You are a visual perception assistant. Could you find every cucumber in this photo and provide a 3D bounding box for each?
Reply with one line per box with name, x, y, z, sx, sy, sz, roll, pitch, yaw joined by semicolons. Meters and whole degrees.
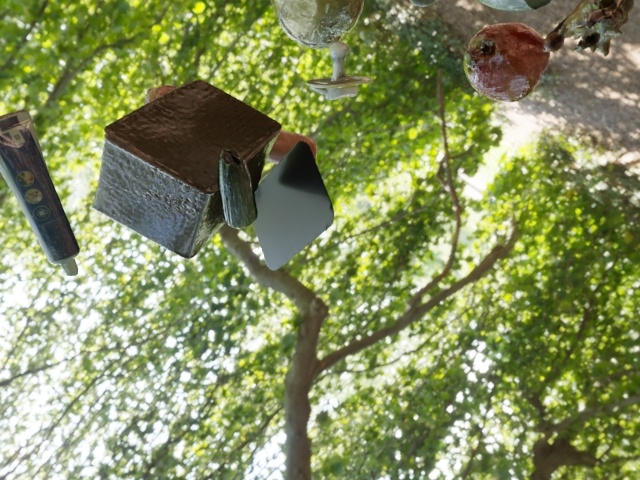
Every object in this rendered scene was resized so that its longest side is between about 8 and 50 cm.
cucumber;-0.110;-0.072;0.723;0.048;0.048;0.105;50;151;47

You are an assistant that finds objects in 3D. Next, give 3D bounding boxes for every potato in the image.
potato;-0.030;-0.516;1.061;0.192;0.141;0.296;-7;130;41

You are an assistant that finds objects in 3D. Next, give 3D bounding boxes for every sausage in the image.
sausage;-0.204;-0.261;1.303;0.419;0.094;0.094;18;177;-18

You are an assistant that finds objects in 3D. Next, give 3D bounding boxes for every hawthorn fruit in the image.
hawthorn fruit;0.413;-0.416;1.261;0.202;0.185;0.185;5;-148;-45

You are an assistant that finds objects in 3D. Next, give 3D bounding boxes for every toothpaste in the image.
toothpaste;-0.313;-0.044;0.617;0.035;0.197;0.057;9;-147;36

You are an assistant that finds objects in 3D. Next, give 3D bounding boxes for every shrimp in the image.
shrimp;0.322;-0.247;0.664;0.066;0.117;0.262;44;-139;1

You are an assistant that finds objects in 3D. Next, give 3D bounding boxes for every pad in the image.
pad;-0.015;0.010;1.009;0.055;0.250;0.323;-34;-92;-41

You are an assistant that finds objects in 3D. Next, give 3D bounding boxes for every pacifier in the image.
pacifier;0.020;-0.199;0.643;0.083;0.064;0.068;-18;-149;-32

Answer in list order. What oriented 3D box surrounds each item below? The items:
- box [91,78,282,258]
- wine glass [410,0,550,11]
box;-0.207;-0.126;0.890;0.184;0.143;0.273;30;-143;1
wine glass;0.202;-0.435;0.955;0.309;0.264;0.096;41;145;54
